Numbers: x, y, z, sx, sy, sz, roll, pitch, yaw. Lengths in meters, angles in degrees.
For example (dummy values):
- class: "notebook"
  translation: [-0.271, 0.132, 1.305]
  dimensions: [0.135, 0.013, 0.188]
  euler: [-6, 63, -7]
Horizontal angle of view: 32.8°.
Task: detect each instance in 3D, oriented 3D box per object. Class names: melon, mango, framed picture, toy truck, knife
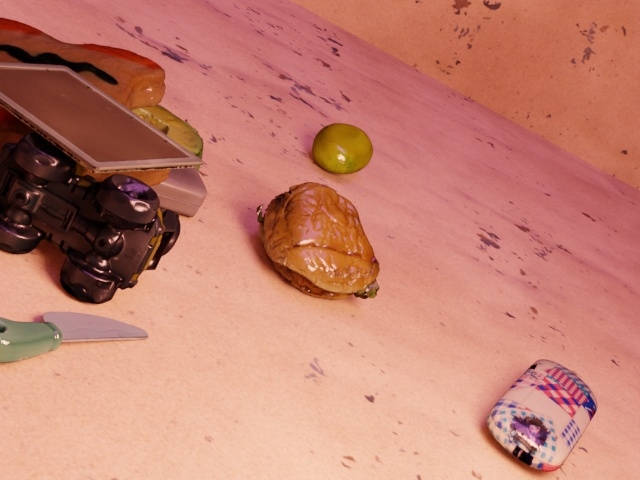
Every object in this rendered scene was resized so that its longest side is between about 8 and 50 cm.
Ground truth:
- class: "melon"
  translation: [-0.265, -0.176, 1.780]
  dimensions: [0.210, 0.064, 0.118]
  euler: [34, 26, 12]
- class: "mango"
  translation: [0.041, -0.187, 2.185]
  dimensions: [0.117, 0.089, 0.163]
  euler: [38, 22, 15]
- class: "framed picture"
  translation: [-0.303, -0.155, 1.357]
  dimensions: [0.274, 0.017, 0.217]
  euler: [35, 22, 24]
- class: "toy truck"
  translation: [-0.288, -0.039, 1.326]
  dimensions: [0.224, 0.147, 0.165]
  euler: [29, 19, 1]
- class: "knife"
  translation: [-0.285, 0.100, 1.191]
  dimensions: [0.063, 0.034, 0.260]
  euler: [34, 14, 23]

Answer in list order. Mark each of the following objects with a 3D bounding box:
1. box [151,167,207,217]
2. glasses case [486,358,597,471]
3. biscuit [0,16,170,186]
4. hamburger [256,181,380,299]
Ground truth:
- class: "box"
  translation: [-0.289, -0.107, 1.595]
  dimensions: [0.244, 0.055, 0.103]
  euler: [19, 25, -33]
- class: "glasses case"
  translation: [0.341, 0.258, 1.638]
  dimensions: [0.125, 0.076, 0.327]
  euler: [40, 23, 14]
- class: "biscuit"
  translation: [-0.374, -0.208, 1.530]
  dimensions: [0.368, 0.076, 0.394]
  euler: [14, 29, -7]
- class: "hamburger"
  translation: [0.000, 0.000, 1.668]
  dimensions: [0.183, 0.130, 0.206]
  euler: [15, 29, -33]
